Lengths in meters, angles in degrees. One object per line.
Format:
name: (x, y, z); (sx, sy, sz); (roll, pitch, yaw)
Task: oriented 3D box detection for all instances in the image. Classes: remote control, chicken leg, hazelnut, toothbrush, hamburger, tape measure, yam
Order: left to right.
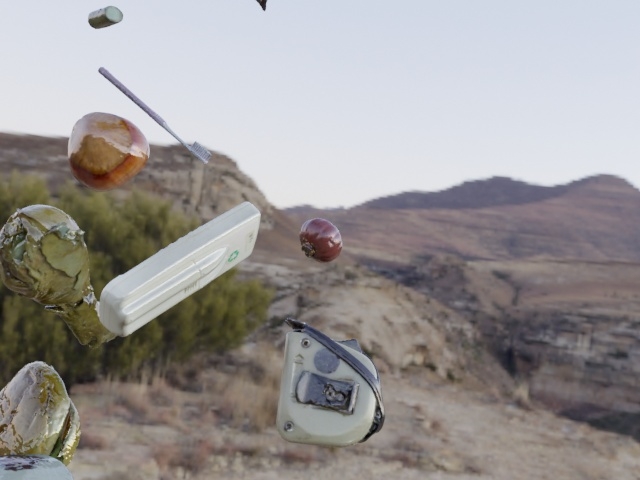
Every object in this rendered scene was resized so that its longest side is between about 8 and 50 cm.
hamburger: (-0.617, 0.393, 1.815); (0.265, 0.285, 0.134); (47, 4, 42)
chicken leg: (-0.502, 0.085, 1.758); (0.201, 0.152, 0.429); (-17, -41, 2)
yam: (-0.465, -0.482, 1.917); (0.043, 0.043, 0.094); (9, -6, -40)
hazelnut: (-0.467, -0.196, 1.930); (0.182, 0.182, 0.182); (7, -3, 0)
toothbrush: (-0.396, -0.304, 2.122); (0.354, 0.029, 0.024); (41, 8, 7)
remote control: (-0.161, 0.036, 1.067); (0.049, 0.090, 0.230); (39, 51, 20)
tape measure: (0.027, 0.305, 1.914); (0.231, 0.271, 0.133); (4, -18, 2)

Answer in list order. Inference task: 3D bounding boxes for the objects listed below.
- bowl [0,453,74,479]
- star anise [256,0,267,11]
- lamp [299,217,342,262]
bowl: (-0.569, 0.472, 1.430); (0.337, 0.337, 0.157); (5, -32, 37)
star anise: (-0.153, -0.679, 2.233); (0.065, 0.195, 0.182); (9, 11, 13)
lamp: (0.000, 0.000, 1.892); (0.090, 0.101, 0.101); (-37, 25, -33)
